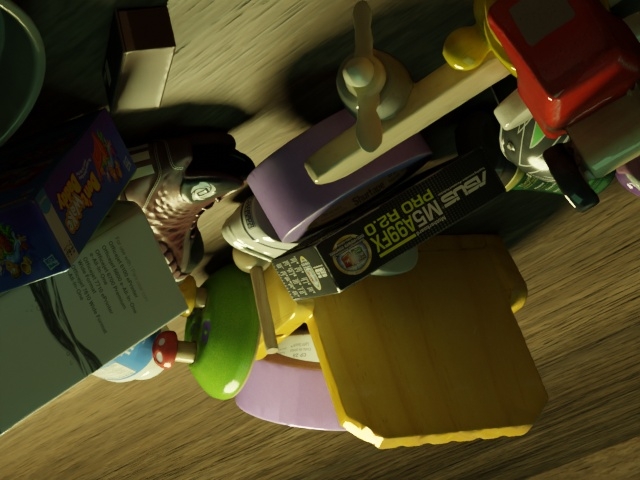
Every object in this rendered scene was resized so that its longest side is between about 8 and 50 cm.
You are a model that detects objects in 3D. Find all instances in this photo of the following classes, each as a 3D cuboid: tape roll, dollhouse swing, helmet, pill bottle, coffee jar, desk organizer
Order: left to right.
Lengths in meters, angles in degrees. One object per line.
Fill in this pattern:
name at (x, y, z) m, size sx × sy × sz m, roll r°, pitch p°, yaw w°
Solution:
pill bottle at (-0.279, 0.118, 2.209) m, size 0.124 × 0.124 × 0.221 m, roll -17°, pitch 161°, yaw 15°
desk organizer at (-0.173, -0.170, 1.586) m, size 0.050 × 0.047 × 0.130 m, roll -8°, pitch 160°, yaw -16°
tape roll at (0.014, 0.198, 2.445) m, size 0.274 × 0.090 × 0.275 m, roll 3°, pitch -170°, yaw 0°
tape roll at (0.021, -0.078, 1.798) m, size 0.189 × 0.080 × 0.189 m, roll -31°, pitch 174°, yaw -4°
dollhouse swing at (0.090, 0.164, 2.272) m, size 0.346 × 0.305 × 0.315 m, roll -3°, pitch 159°, yaw -25°
coffee jar at (0.246, -0.101, 1.930) m, size 0.184 × 0.096 × 0.079 m, roll 0°, pitch 150°, yaw -30°
helmet at (0.260, -0.143, 1.722) m, size 0.169 × 0.162 × 0.169 m, roll -10°, pitch 160°, yaw -4°

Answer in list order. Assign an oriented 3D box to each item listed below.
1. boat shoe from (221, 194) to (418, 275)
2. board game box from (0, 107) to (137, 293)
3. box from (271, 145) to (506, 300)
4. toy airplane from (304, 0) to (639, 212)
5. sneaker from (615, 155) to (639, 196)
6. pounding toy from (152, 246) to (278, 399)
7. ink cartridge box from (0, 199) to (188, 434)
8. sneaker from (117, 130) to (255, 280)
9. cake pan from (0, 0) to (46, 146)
boat shoe at (0.000, 0.000, 2.082) m, size 0.267 × 0.096 × 0.088 m, roll 7°, pitch 158°, yaw -38°
board game box at (-0.379, -0.004, 1.687) m, size 0.347 × 0.078 × 0.233 m, roll -18°, pitch -159°, yaw 20°
box at (0.070, -0.014, 1.882) m, size 0.216 × 0.060 × 0.270 m, roll -31°, pitch -178°, yaw -13°
toy airplane at (0.195, -0.202, 1.459) m, size 0.386 × 0.272 × 0.384 m, roll -42°, pitch -169°, yaw -33°
sneaker at (0.446, -0.073, 2.135) m, size 0.236 × 0.095 × 0.104 m, roll 5°, pitch 162°, yaw -40°
pounding toy at (-0.148, 0.101, 2.174) m, size 0.110 × 0.183 × 0.237 m, roll 10°, pitch 151°, yaw -22°
ink cartridge box at (-0.325, 0.086, 1.711) m, size 0.307 × 0.129 × 0.223 m, roll -34°, pitch -159°, yaw -27°
sneaker at (-0.137, -0.041, 1.882) m, size 0.162 × 0.106 × 0.281 m, roll -18°, pitch 159°, yaw 9°
cake pan at (-0.384, -0.135, 1.448) m, size 0.293 × 0.054 × 0.293 m, roll -22°, pitch 152°, yaw -12°
